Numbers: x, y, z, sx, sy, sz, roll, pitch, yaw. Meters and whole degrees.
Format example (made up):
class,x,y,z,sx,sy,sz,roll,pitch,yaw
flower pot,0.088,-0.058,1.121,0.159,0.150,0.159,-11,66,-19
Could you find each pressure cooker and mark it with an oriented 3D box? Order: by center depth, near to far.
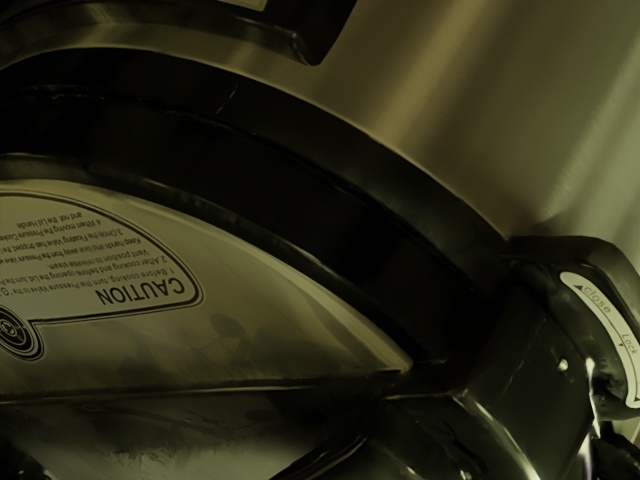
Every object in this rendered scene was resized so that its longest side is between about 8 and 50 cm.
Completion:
class,x,y,z,sx,sy,sz,roll,pitch,yaw
pressure cooker,0.004,0.004,0.847,0.420,0.375,0.370,-57,172,-35

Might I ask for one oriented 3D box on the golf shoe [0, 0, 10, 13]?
class,x,y,z,sx,sy,sz,roll,pitch,yaw
golf shoe,-0.151,-0.123,0.955,0.086,0.067,0.186,-39,-175,35
